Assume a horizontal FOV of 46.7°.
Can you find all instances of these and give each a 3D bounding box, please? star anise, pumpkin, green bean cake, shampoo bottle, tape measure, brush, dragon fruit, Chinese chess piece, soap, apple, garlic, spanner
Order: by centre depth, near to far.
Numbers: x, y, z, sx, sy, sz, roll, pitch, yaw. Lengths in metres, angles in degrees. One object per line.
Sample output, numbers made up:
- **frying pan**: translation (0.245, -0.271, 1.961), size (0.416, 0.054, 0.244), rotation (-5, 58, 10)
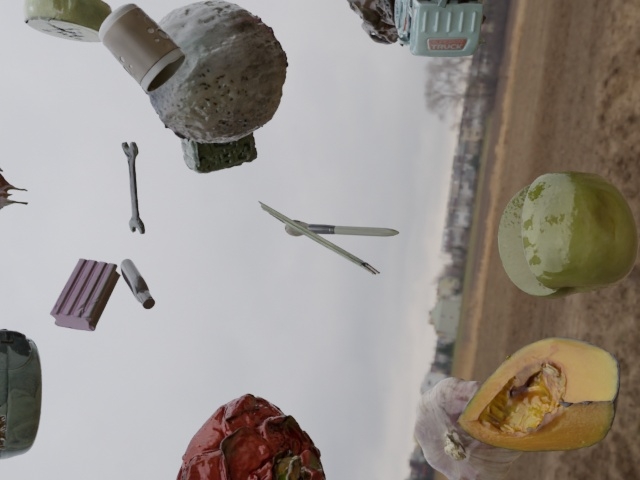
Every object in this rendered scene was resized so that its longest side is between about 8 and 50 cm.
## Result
- **dragon fruit**: translation (-0.086, 0.366, 1.307), size (0.317, 0.205, 0.152), rotation (-10, -69, -62)
- **pumpkin**: translation (0.432, 0.296, 1.410), size (0.148, 0.312, 0.169), rotation (53, -143, -29)
- **dragon fruit**: translation (-0.216, -0.343, 1.456), size (0.221, 0.204, 0.283), rotation (-30, -94, -51)
- **tape measure**: translation (-0.659, 0.313, 1.537), size (0.256, 0.147, 0.275), rotation (-19, 71, 58)
- **apple**: translation (0.522, -0.010, 1.578), size (0.292, 0.292, 0.254), rotation (58, -148, -74)
- **garlic**: translation (0.305, 0.422, 1.578), size (0.253, 0.245, 0.245), rotation (-15, -67, -66)
- **Chinese chess piece**: translation (-0.550, -0.490, 1.620), size (0.188, 0.188, 0.083), rotation (15, -97, -79)
- **star anise**: translation (0.219, -0.512, 1.688), size (0.331, 0.331, 0.118), rotation (8, -94, -79)
- **spanner**: translation (-0.444, -0.123, 1.762), size (0.015, 0.054, 0.255), rotation (-31, -43, -43)
- **green bean cake**: translation (-0.250, -0.259, 1.812), size (0.094, 0.173, 0.181), rotation (42, 143, 53)
- **shampoo bottle**: translation (-0.447, 0.113, 1.815), size (0.165, 0.040, 0.080), rotation (45, 148, 47)
- **brush**: translation (0.049, -0.028, 1.815), size (0.039, 0.299, 0.042), rotation (41, -126, -61)
- **soap**: translation (-0.649, 0.148, 2.056), size (0.065, 0.122, 0.203), rotation (88, -167, -49)

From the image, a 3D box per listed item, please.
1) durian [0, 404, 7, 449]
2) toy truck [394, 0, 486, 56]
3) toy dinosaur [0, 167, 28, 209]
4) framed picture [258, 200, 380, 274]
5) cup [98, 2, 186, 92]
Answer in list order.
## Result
- **durian**: translation (-0.610, 0.303, 1.109), size (0.258, 0.292, 0.258), rotation (39, -136, -53)
- **toy truck**: translation (0.187, -0.416, 1.072), size (0.162, 0.136, 0.305), rotation (-92, 2, -54)
- **toy dinosaur**: translation (-0.880, -0.087, 1.970), size (0.206, 0.327, 0.113), rotation (-29, -27, -30)
- **framed picture**: translation (0.000, 0.000, 1.516), size (0.014, 0.252, 0.197), rotation (-60, -14, -1)
- **cup**: translation (-0.234, -0.266, 1.002), size (0.074, 0.099, 0.102), rotation (-40, 6, 34)
